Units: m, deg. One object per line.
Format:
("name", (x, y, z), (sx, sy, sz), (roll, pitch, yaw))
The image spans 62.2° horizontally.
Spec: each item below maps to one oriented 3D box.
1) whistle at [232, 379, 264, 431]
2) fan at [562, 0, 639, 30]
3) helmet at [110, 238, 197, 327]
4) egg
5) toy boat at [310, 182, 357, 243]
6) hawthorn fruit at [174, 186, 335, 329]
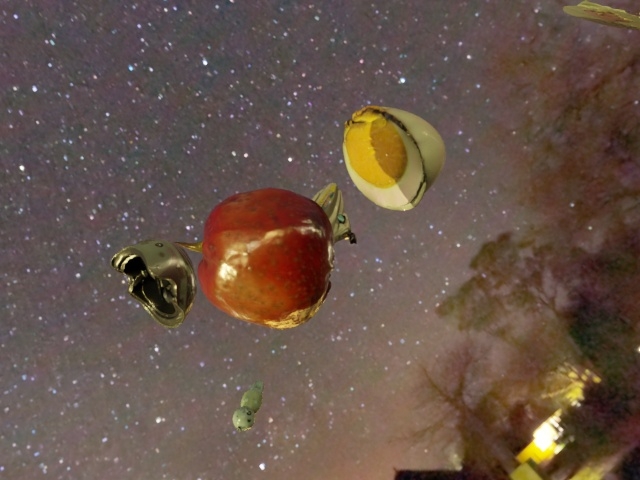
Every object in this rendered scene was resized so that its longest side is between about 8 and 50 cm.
("whistle", (-0.110, 0.257, 0.828), (0.035, 0.035, 0.100), (-63, 1, 33))
("fan", (0.444, -0.369, 0.848), (0.310, 0.182, 0.010), (-3, -65, -40))
("helmet", (-0.299, 0.067, 1.018), (0.107, 0.153, 0.177), (-50, -49, -40))
("egg", (0.199, -0.230, 1.390), (0.174, 0.286, 0.265), (-32, -49, -36))
("toy boat", (-0.008, 0.002, 1.135), (0.269, 0.140, 0.141), (-49, -26, -17))
("hawthorn fruit", (-0.081, 0.022, 0.667), (0.200, 0.179, 0.179), (3, -43, -9))
